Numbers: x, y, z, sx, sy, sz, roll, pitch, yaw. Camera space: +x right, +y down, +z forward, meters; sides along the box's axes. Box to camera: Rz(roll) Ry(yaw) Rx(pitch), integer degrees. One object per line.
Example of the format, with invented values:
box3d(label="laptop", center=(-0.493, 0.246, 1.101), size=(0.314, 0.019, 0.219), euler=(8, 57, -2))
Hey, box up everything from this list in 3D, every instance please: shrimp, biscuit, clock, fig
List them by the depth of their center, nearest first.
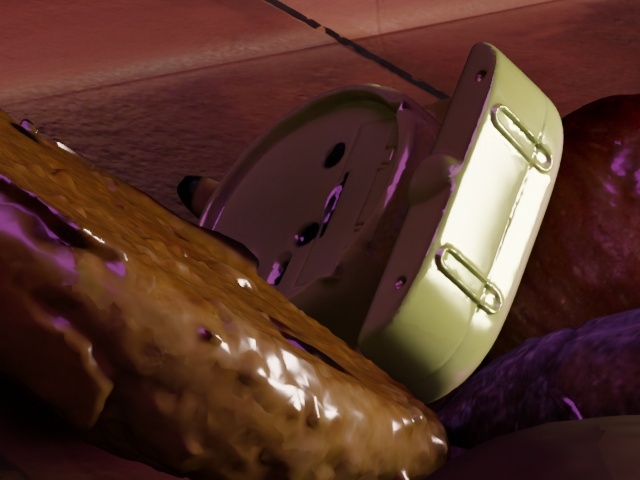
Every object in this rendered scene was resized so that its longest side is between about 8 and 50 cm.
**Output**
box3d(label="biscuit", center=(-0.082, 0.020, 0.687), size=(0.296, 0.075, 0.296), euler=(32, 2, -1))
box3d(label="shrimp", center=(0.107, 0.098, 0.763), size=(0.343, 0.145, 0.116), euler=(-10, 31, 49))
box3d(label="clock", center=(0.000, 0.000, 0.933), size=(0.232, 0.069, 0.170), euler=(-10, 50, 45))
box3d(label="fig", center=(0.166, 0.034, 0.934), size=(0.175, 0.175, 0.207), euler=(-7, 42, -29))

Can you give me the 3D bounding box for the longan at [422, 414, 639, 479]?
box3d(label="longan", center=(0.095, 0.168, 0.573), size=(0.246, 0.215, 0.246), euler=(10, 35, -7))
